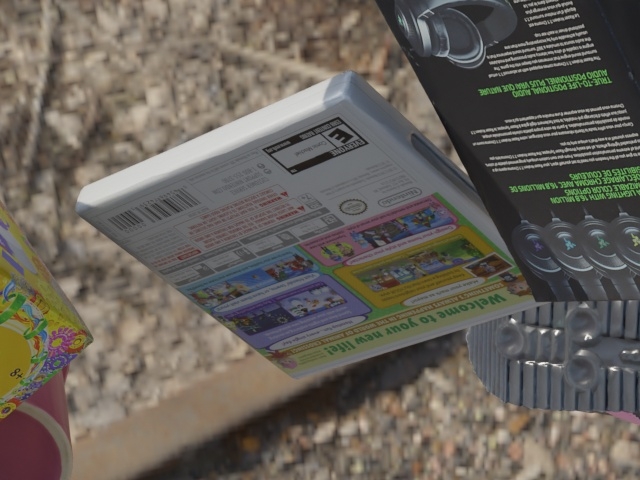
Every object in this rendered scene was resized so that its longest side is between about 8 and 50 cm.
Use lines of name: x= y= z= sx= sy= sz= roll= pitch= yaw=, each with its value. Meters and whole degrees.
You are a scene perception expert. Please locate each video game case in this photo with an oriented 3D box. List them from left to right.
video game case: x=0.000 y=0.000 z=0.996 sx=0.212 sy=0.193 sz=0.023 roll=-20 pitch=42 yaw=39

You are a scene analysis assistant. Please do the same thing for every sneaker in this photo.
sneaker: x=0.265 y=0.081 z=1.176 sx=0.319 sy=0.112 sz=0.131 roll=15 pitch=11 yaw=30

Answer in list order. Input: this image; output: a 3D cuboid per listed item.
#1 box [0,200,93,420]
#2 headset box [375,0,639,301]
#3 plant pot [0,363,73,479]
box: x=-0.325 y=0.033 z=0.907 sx=0.279 sy=0.290 sz=0.177 roll=-41 pitch=58 yaw=2
headset box: x=0.162 y=-0.137 z=0.837 sx=0.246 sy=0.283 sz=0.131 roll=-41 pitch=22 yaw=-32
plant pot: x=-0.249 y=0.107 z=1.171 sx=0.201 sy=0.201 sz=0.180 roll=-21 pitch=35 yaw=-14
